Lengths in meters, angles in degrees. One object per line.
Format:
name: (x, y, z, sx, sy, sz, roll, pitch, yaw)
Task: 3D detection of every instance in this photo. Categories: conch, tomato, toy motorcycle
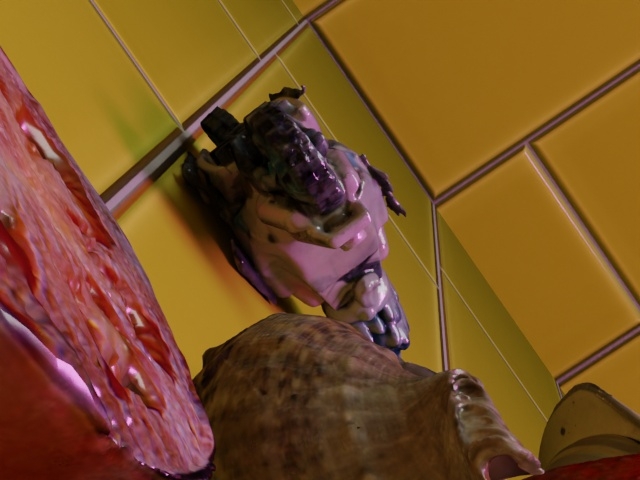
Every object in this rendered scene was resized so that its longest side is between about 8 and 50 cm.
conch: (0.021, 0.102, 0.723, 0.130, 0.207, 0.155, -45, 113, -37)
tomato: (-0.117, -0.003, 0.536, 0.225, 0.085, 0.225, 55, 4, -6)
toy motorcycle: (0.005, -0.004, 1.187, 0.204, 0.108, 0.239, 55, 8, -9)

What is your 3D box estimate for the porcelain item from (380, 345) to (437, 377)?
porcelain item: (0.031, 0.094, 0.890, 0.069, 0.081, 0.216, 47, -6, -1)

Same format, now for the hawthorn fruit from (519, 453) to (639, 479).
hawthorn fruit: (0.190, 0.211, 0.992, 0.215, 0.250, 0.215, -10, 90, -80)

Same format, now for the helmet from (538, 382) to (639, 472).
helmet: (0.174, 0.226, 1.194, 0.257, 0.137, 0.204, 42, -41, 41)
